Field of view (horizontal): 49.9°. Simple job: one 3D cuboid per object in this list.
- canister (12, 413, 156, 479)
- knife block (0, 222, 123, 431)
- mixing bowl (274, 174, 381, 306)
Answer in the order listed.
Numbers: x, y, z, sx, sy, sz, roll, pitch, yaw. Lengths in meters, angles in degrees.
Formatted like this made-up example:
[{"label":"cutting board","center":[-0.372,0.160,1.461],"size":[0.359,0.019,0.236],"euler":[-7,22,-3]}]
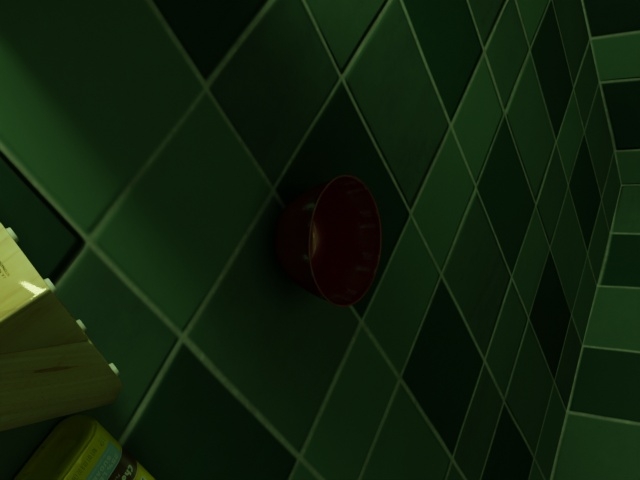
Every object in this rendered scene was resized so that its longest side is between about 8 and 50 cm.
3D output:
[{"label":"canister","center":[-0.225,0.274,0.695],"size":[0.126,0.073,0.170],"euler":[-58,133,-36]},{"label":"knife block","center":[-0.311,0.112,0.540],"size":[0.242,0.088,0.275],"euler":[-36,151,-19]},{"label":"mixing bowl","center":[0.000,0.000,0.972],"size":[0.181,0.098,0.181],"euler":[-3,94,-53]}]
